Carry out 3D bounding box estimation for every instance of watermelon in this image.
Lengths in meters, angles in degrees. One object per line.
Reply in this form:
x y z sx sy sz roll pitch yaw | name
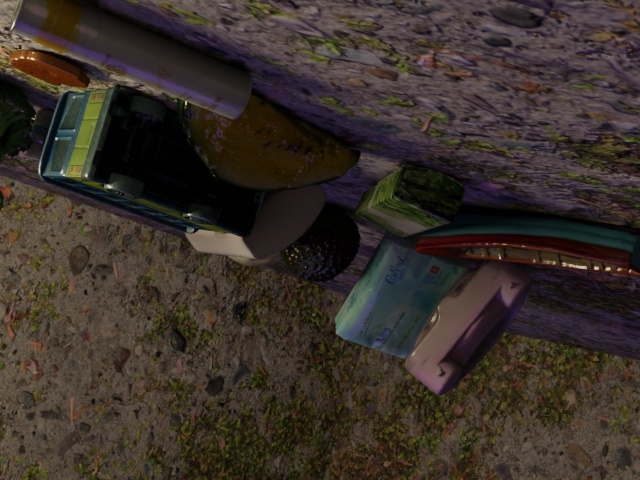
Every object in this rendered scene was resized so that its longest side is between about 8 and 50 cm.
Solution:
-0.086 -0.143 1.277 0.129 0.123 0.301 -27 147 31 | watermelon

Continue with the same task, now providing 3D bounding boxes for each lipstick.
-0.200 -0.203 1.077 0.263 0.059 0.059 19 173 -26 | lipstick

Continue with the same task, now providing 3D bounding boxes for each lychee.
0.000 0.000 1.933 0.171 0.171 0.171 16 174 2 | lychee

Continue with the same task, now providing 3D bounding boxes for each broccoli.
-0.590 -0.159 1.639 0.254 0.269 0.269 -20 178 -8 | broccoli

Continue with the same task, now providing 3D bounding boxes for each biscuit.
-0.377 -0.240 1.379 0.102 0.019 0.130 23 171 -42 | biscuit

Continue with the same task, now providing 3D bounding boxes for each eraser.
-0.119 -0.044 1.752 0.095 0.174 0.270 54 159 -18 | eraser

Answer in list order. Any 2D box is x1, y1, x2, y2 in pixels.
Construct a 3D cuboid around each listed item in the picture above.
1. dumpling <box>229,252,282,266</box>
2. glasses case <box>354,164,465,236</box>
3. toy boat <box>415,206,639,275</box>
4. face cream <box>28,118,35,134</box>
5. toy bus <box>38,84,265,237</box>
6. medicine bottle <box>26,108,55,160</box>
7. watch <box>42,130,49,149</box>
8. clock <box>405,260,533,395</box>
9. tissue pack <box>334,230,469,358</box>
-0.152 -0.018 2.304 0.252 0.132 0.179 23 -158 33 | dumpling
0.128 -0.058 1.471 0.095 0.062 0.272 24 172 -8 | glasses case
0.301 0.002 1.464 0.392 0.080 0.136 9 172 45 | toy boat
-0.440 -0.169 1.919 0.291 0.071 0.144 19 166 -20 | face cream
-0.251 -0.115 1.540 0.312 0.152 0.190 21 169 -40 | toy bus
-0.501 -0.191 1.803 0.052 0.089 0.052 16 174 2 | medicine bottle
-0.385 -0.147 1.782 0.195 0.068 0.237 2 156 11 | watch
0.303 0.170 1.985 0.113 0.296 0.322 39 -178 16 | clock
0.160 0.107 1.962 0.177 0.263 0.089 19 -148 -16 | tissue pack
